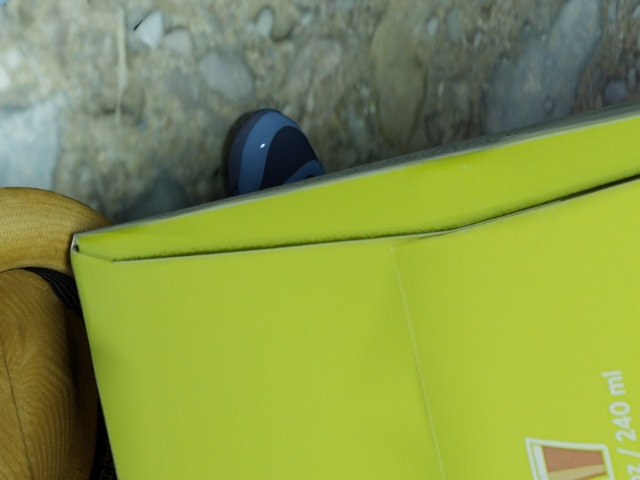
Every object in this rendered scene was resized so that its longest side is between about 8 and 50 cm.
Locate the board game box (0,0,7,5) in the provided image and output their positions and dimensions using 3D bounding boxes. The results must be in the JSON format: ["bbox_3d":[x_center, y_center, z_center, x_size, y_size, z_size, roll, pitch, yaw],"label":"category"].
[{"bbox_3d":[-0.148,-0.146,0.639,0.168,0.033,0.133,-43,125,-37],"label":"board game box"}]

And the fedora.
[{"bbox_3d":[-0.138,0.071,0.641,0.194,0.079,0.194,-17,113,-48],"label":"fedora"}]

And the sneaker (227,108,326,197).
[{"bbox_3d":[0.000,0.000,0.809,0.053,0.059,0.144,-42,123,-36],"label":"sneaker"}]

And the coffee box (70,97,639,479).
[{"bbox_3d":[0.158,0.109,0.660,0.334,0.338,0.338,-16,94,-58],"label":"coffee box"}]
